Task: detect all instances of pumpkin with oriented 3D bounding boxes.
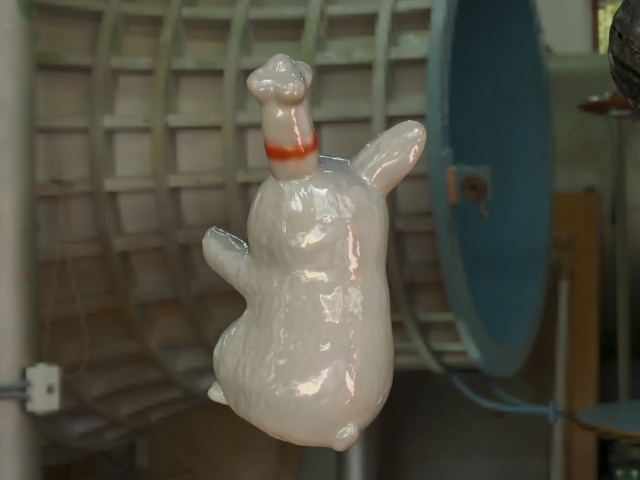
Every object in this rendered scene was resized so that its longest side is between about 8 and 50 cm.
[{"bbox_3d":[0.465,-0.251,1.503,0.233,0.233,0.163,0,30,-44],"label":"pumpkin"}]

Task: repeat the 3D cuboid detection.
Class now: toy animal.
[{"bbox_3d":[-0.005,0.004,0.882,0.140,0.283,0.138,-4,12,-20],"label":"toy animal"}]
